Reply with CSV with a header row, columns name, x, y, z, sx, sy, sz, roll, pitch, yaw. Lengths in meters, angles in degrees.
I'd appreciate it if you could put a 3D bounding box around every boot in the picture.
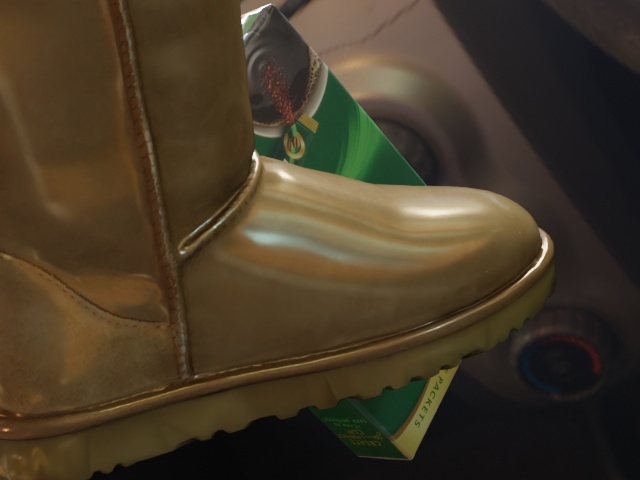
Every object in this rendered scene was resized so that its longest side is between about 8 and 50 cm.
name,x,y,z,sx,sy,sz,roll,pitch,yaw
boot,-0.034,-0.076,0.412,0.236,0.269,0.089,-18,19,-26

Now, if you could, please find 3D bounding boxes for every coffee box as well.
name,x,y,z,sx,sy,sz,roll,pitch,yaw
coffee box,0.000,0.000,0.560,0.040,0.184,0.113,-7,42,48
